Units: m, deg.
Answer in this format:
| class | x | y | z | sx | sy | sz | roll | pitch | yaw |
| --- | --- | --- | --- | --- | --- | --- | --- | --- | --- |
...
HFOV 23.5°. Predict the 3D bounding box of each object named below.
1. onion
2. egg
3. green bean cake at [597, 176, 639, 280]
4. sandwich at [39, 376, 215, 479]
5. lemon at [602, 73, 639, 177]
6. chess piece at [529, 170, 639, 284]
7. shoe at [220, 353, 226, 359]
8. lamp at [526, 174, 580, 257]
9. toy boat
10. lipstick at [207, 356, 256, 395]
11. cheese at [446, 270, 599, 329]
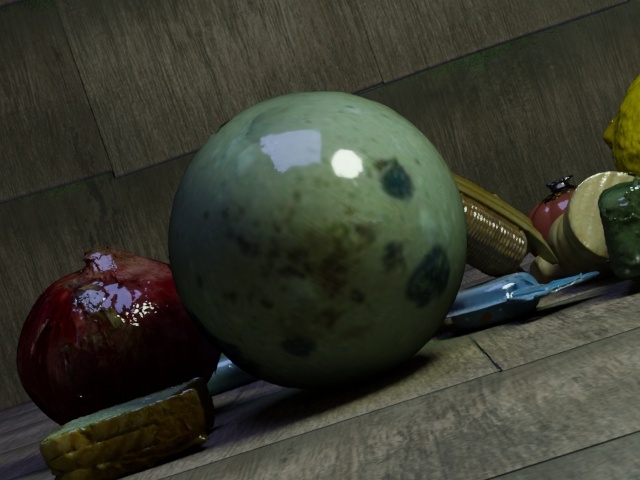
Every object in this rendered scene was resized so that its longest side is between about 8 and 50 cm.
| class | x | y | z | sx | sy | sz | roll | pitch | yaw |
| --- | --- | --- | --- | --- | --- | --- | --- | --- | --- |
| onion | -0.260 | 0.134 | 2.010 | 0.276 | 0.276 | 0.276 | -18 | 0 | 0 |
| egg | 0.000 | 0.000 | 1.748 | 0.345 | 0.345 | 0.428 | -18 | 1 | -10 |
| green bean cake | 0.449 | -0.032 | 1.817 | 0.227 | 0.125 | 0.222 | -16 | -2 | 15 |
| sandwich | -0.207 | 0.213 | 1.700 | 0.186 | 0.065 | 0.215 | -18 | 0 | 1 |
| lemon | 0.575 | -0.146 | 2.238 | 0.322 | 0.268 | 0.268 | 8 | 14 | 31 |
| chess piece | 0.378 | 0.003 | 2.114 | 0.137 | 0.137 | 0.301 | -18 | -12 | -7 |
| shoe | -0.207 | 0.201 | 2.637 | 0.078 | 0.079 | 0.195 | -9 | 9 | 33 |
| lamp | 0.425 | -0.036 | 2.580 | 0.182 | 0.140 | 0.182 | -22 | 3 | 1 |
| toy boat | 0.187 | -0.024 | 2.004 | 0.310 | 0.115 | 0.089 | 29 | -61 | -35 |
| lipstick | -0.171 | 0.207 | 2.265 | 0.158 | 0.048 | 0.048 | -19 | 0 | -13 |
| cheese | 0.237 | 0.073 | 1.940 | 0.135 | 0.052 | 0.245 | -20 | 1 | -30 |
